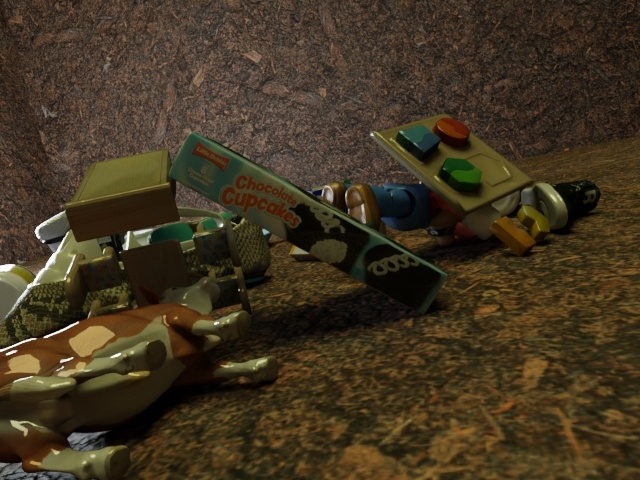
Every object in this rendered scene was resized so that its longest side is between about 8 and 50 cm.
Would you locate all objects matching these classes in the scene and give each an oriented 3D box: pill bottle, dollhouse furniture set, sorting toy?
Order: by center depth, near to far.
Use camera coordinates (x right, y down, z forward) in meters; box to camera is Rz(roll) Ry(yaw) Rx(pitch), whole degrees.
[{"bbox_3d":[-0.208,0.030,0.659,0.212,0.242,0.161,-14,26,-9],"label":"dollhouse furniture set"},{"bbox_3d":[0.253,-0.110,0.861,0.229,0.041,0.307,-19,55,-38],"label":"sorting toy"},{"bbox_3d":[-0.656,0.117,1.102,0.119,0.119,0.208,-15,8,-21],"label":"pill bottle"},{"bbox_3d":[0.401,-0.110,1.178,0.094,0.094,0.169,-8,9,28],"label":"pill bottle"}]

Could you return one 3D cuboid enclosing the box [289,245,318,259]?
[{"bbox_3d":[0.000,0.000,1.098,0.136,0.028,0.081,-1,57,47],"label":"box"}]

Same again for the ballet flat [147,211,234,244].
[{"bbox_3d":[-0.347,-0.013,1.454,0.248,0.086,0.086,-14,8,-26],"label":"ballet flat"}]

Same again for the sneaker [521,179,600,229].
[{"bbox_3d":[0.433,-0.073,0.925,0.121,0.079,0.217,-10,8,9],"label":"sneaker"}]

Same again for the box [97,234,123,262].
[{"bbox_3d":[-0.467,0.035,1.187,0.051,0.175,0.220,-15,9,-17],"label":"box"}]

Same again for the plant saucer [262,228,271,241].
[{"bbox_3d":[-0.284,0.024,1.473,0.317,0.044,0.317,-12,9,2],"label":"plant saucer"}]

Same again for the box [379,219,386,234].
[{"bbox_3d":[0.104,-0.026,1.153,0.063,0.067,0.324,-11,7,10],"label":"box"}]

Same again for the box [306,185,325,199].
[{"bbox_3d":[0.020,-0.055,1.214,0.072,0.137,0.126,-12,8,-6],"label":"box"}]

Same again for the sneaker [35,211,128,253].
[{"bbox_3d":[-0.511,-0.024,1.363,0.365,0.210,0.137,-25,16,-1],"label":"sneaker"}]

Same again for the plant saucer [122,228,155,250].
[{"bbox_3d":[-0.639,0.033,1.749,0.400,0.101,0.400,-12,9,2],"label":"plant saucer"}]

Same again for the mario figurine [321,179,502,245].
[{"bbox_3d":[0.165,-0.033,0.898,0.320,0.170,0.198,-6,46,-32],"label":"mario figurine"}]

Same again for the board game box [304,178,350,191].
[{"bbox_3d":[0.008,-0.073,1.373,0.201,0.136,0.035,-20,10,-39],"label":"board game box"}]

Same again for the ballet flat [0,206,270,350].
[{"bbox_3d":[-0.318,0.039,0.913,0.482,0.182,0.164,-17,10,-27],"label":"ballet flat"}]

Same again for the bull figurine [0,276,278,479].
[{"bbox_3d":[-0.162,0.107,0.484,0.188,0.101,0.310,-6,10,30],"label":"bull figurine"}]

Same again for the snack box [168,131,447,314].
[{"bbox_3d":[-0.016,-0.027,0.664,0.322,0.060,0.187,29,5,-7],"label":"snack box"}]
